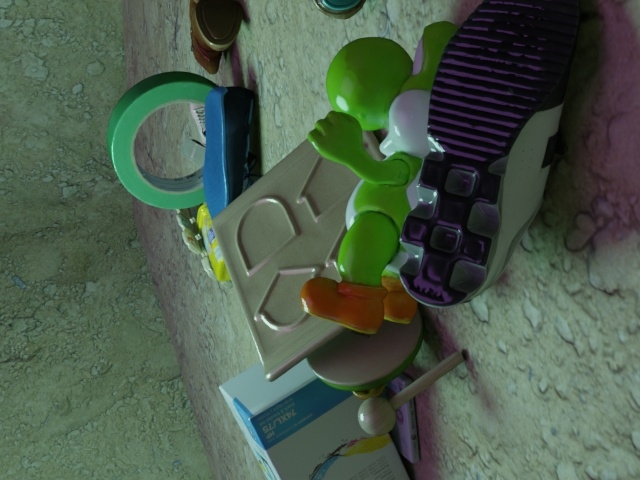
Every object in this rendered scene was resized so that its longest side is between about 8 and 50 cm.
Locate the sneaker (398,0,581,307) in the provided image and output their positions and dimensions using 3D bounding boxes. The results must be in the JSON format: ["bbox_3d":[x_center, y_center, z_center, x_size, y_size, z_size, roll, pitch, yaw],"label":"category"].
[{"bbox_3d":[0.180,-0.096,0.732,0.122,0.146,0.331,26,103,32],"label":"sneaker"}]

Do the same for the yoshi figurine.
[{"bbox_3d":[0.065,-0.087,0.866,0.203,0.202,0.363,-140,64,-69],"label":"yoshi figurine"}]

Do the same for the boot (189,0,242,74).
[{"bbox_3d":[-0.257,-0.471,1.668,0.220,0.108,0.284,107,147,-49],"label":"boot"}]

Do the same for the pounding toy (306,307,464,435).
[{"bbox_3d":[0.092,0.185,1.070,0.237,0.182,0.110,45,166,50],"label":"pounding toy"}]

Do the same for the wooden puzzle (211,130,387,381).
[{"bbox_3d":[0.000,0.000,1.104,0.322,0.080,0.348,-38,51,19],"label":"wooden puzzle"}]

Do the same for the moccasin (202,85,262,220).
[{"bbox_3d":[-0.193,-0.182,1.655,0.137,0.116,0.342,41,134,40],"label":"moccasin"}]

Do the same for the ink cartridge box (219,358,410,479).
[{"bbox_3d":[-0.009,0.334,1.221,0.270,0.197,0.198,65,162,-13],"label":"ink cartridge box"}]

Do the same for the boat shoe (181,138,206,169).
[{"bbox_3d":[-0.314,-0.226,2.021,0.206,0.064,0.075,39,111,37],"label":"boat shoe"}]

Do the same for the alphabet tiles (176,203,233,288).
[{"bbox_3d":[-0.309,-0.005,1.967,0.278,0.021,0.284,45,-161,-58],"label":"alphabet tiles"}]

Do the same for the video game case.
[{"bbox_3d":[0.116,0.277,1.210,0.157,0.019,0.143,-161,62,-66],"label":"video game case"}]

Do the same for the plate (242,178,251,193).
[{"bbox_3d":[-0.203,-0.019,1.848,0.278,0.045,0.277,117,138,-58],"label":"plate"}]

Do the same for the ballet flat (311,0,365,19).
[{"bbox_3d":[0.010,-0.488,1.014,0.124,0.116,0.343,-105,6,-76],"label":"ballet flat"}]

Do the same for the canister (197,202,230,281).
[{"bbox_3d":[-0.255,0.004,1.828,0.126,0.073,0.170,109,143,-54],"label":"canister"}]

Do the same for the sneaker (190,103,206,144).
[{"bbox_3d":[-0.321,-0.331,1.986,0.070,0.050,0.135,-164,57,-72],"label":"sneaker"}]

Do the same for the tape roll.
[{"bbox_3d":[-0.335,-0.232,1.695,0.077,0.321,0.322,-128,34,-50],"label":"tape roll"}]
